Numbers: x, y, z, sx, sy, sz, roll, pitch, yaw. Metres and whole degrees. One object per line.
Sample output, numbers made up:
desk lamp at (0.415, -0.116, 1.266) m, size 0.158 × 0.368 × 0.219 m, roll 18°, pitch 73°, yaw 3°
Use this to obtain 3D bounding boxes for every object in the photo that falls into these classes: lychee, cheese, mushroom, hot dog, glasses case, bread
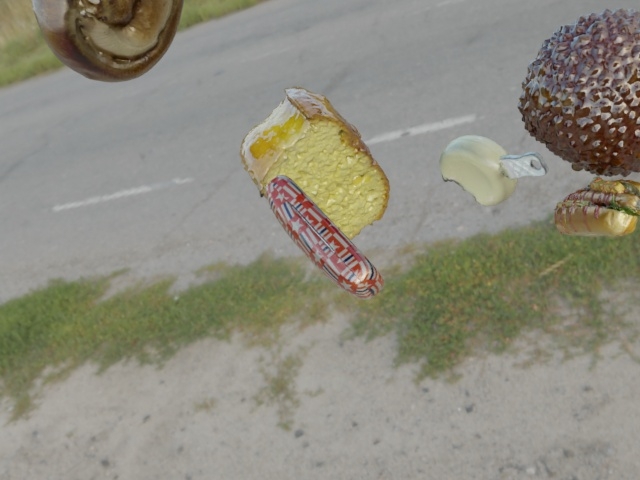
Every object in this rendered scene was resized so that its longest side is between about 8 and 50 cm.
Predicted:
lychee at (0.487, -0.245, 1.299) m, size 0.276 × 0.304 × 0.275 m, roll 6°, pitch 38°, yaw -5°
cheese at (0.333, -0.155, 1.489) m, size 0.071 × 0.163 × 0.249 m, roll -42°, pitch -2°, yaw -22°
mushroom at (-0.321, -0.373, 1.169) m, size 0.153 × 0.253 × 0.253 m, roll 35°, pitch 58°, yaw 30°
hot dog at (0.448, -0.056, 1.213) m, size 0.104 × 0.076 × 0.250 m, roll -43°, pitch 3°, yaw -2°
glasses case at (0.000, 0.000, 0.884) m, size 0.049 × 0.073 × 0.194 m, roll -42°, pitch 57°, yaw 0°
bread at (-0.021, -0.135, 1.297) m, size 0.194 × 0.340 × 0.179 m, roll -44°, pitch 57°, yaw 4°
